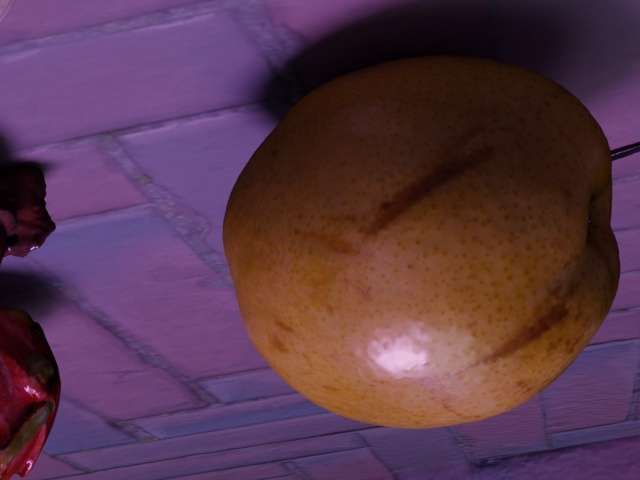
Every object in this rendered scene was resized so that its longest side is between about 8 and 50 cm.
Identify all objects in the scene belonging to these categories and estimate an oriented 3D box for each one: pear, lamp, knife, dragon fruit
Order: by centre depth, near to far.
[{"bbox_3d":[0.082,0.002,1.036,0.315,0.314,0.314,-7,159,-3],"label":"pear"},{"bbox_3d":[-0.342,0.006,1.100,0.215,0.151,0.223,-15,160,29],"label":"lamp"},{"bbox_3d":[0.269,-0.075,1.297,0.170,0.010,0.023,-20,162,24],"label":"knife"},{"bbox_3d":[-0.402,0.181,1.358,0.231,0.302,0.237,30,120,-8],"label":"dragon fruit"}]

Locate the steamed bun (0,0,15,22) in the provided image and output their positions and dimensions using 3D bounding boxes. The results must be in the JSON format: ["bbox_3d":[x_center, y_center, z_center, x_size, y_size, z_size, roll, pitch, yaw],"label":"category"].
[{"bbox_3d":[-0.262,-0.155,0.763,0.183,0.106,0.183,-7,158,-3],"label":"steamed bun"}]
